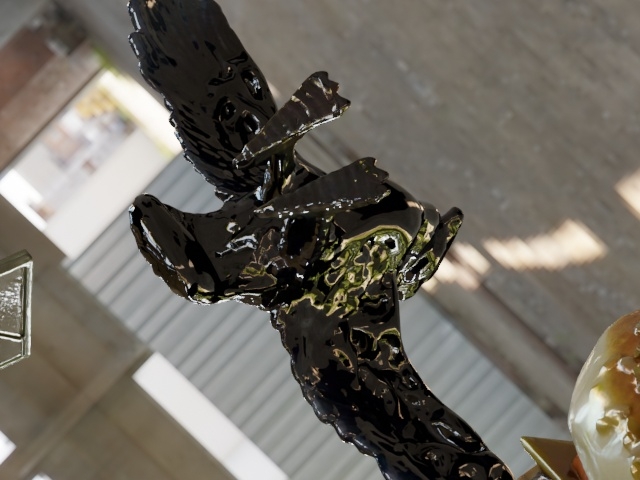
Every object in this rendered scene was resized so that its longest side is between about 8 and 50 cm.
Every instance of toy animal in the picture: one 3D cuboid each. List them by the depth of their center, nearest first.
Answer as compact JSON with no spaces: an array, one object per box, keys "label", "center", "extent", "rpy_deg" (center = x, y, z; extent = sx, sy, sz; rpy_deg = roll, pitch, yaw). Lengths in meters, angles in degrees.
[{"label":"toy animal","center":[0.000,0.000,0.457],"extent":[0.220,0.062,0.108],"rpy_deg":[56,-171,22]}]

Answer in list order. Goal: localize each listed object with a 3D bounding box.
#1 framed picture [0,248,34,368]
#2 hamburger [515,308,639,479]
[{"label":"framed picture","center":[-0.146,0.039,0.709],"extent":[0.006,0.066,0.089],"rpy_deg":[56,157,20]},{"label":"hamburger","center":[0.219,0.170,0.884],"extent":[0.291,0.225,0.291],"rpy_deg":[27,-153,-15]}]
